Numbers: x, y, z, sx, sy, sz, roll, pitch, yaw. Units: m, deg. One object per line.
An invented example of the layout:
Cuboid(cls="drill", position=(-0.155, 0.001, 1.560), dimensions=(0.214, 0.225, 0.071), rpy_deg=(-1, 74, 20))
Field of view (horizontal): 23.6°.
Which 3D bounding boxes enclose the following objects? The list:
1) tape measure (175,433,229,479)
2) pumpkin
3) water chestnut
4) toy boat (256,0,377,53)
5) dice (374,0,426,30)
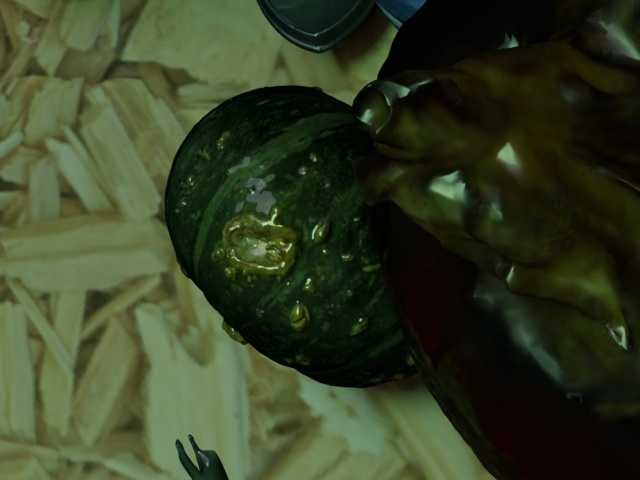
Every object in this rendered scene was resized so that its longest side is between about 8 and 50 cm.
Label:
Cuboid(cls="tape measure", position=(0.005, 0.149, 0.647), dimensions=(0.084, 0.330, 0.164), rpy_deg=(-41, 42, 9))
Cuboid(cls="pumpkin", position=(-0.001, -0.001, 0.860), dimensions=(0.190, 0.190, 0.146), rpy_deg=(22, 82, 47))
Cuboid(cls="water chestnut", position=(0.150, -0.023, 0.636), dimensions=(0.335, 0.347, 0.335), rpy_deg=(-16, 64, 36))
Cuboid(cls="toy boat", position=(0.000, -0.255, 1.072), dimensions=(0.114, 0.122, 0.296), rpy_deg=(-6, 60, 11))
Cuboid(cls="dice", position=(0.117, -0.153, 0.883), dimensions=(0.143, 0.146, 0.146), rpy_deg=(-46, 43, 5))
